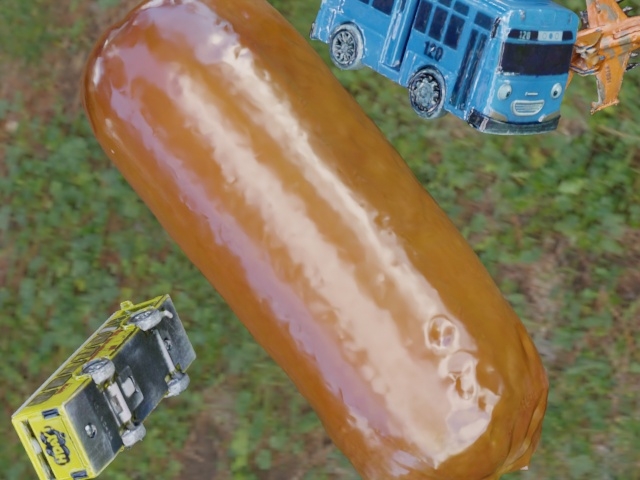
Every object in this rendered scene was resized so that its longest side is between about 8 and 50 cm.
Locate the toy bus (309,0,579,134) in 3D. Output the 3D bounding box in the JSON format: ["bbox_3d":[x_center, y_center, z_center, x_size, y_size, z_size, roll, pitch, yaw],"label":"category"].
[{"bbox_3d":[0.088,-0.148,1.068,0.185,0.090,0.106,34,117,39],"label":"toy bus"}]

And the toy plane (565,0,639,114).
[{"bbox_3d":[0.298,-0.202,1.482,0.062,0.188,0.135,28,137,54],"label":"toy plane"}]

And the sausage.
[{"bbox_3d":[0.000,0.000,0.494,0.076,0.076,0.197,-41,83,21],"label":"sausage"}]

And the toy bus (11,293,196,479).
[{"bbox_3d":[-0.177,0.127,1.308,0.074,0.226,0.081,-18,106,23],"label":"toy bus"}]
